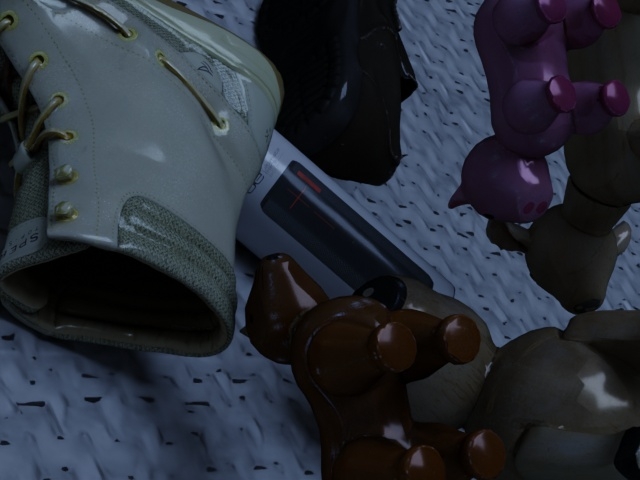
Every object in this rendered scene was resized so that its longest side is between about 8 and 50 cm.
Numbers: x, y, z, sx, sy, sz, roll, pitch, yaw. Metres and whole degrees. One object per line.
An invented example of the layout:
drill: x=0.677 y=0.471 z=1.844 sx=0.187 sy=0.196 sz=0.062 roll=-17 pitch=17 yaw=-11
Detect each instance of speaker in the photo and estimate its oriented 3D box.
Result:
speaker: x=0.000 y=0.000 z=0.848 sx=0.136 sy=0.055 sz=0.055 roll=41 pitch=29 yaw=-13

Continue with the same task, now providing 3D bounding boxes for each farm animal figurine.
farm animal figurine: x=0.108 y=0.051 z=0.771 sx=0.330 sy=0.172 sz=0.327 roll=-44 pitch=106 yaw=-33

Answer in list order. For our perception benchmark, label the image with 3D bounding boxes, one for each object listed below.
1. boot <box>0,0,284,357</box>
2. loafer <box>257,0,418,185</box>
boot: x=-0.121 y=-0.049 z=0.719 sx=0.213 sy=0.077 sz=0.165 roll=24 pitch=45 yaw=-16
loafer: x=0.013 y=-0.103 z=0.985 sx=0.078 sy=0.080 sz=0.220 roll=44 pitch=32 yaw=-28
